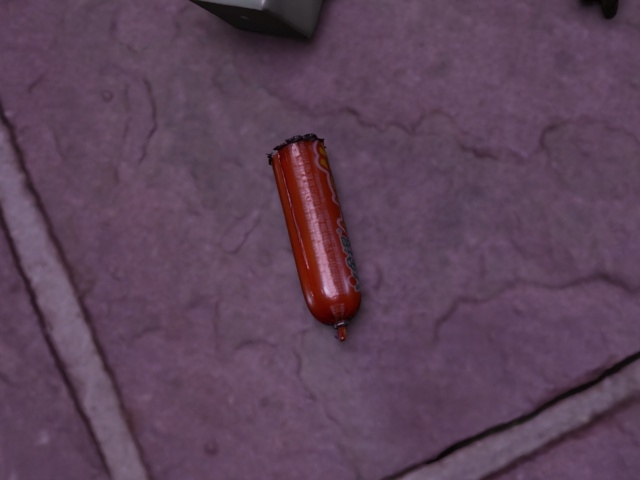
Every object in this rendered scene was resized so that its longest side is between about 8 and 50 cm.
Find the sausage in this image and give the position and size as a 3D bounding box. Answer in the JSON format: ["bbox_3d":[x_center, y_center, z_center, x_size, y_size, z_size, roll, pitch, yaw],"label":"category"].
[{"bbox_3d":[0.000,0.000,0.858,0.048,0.050,0.145,0,68,-37],"label":"sausage"}]

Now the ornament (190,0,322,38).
[{"bbox_3d":[-0.009,-0.283,0.898,0.120,0.130,0.285,28,79,27],"label":"ornament"}]

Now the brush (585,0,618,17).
[{"bbox_3d":[0.211,-0.287,0.915,0.036,0.043,0.248,5,76,2],"label":"brush"}]
